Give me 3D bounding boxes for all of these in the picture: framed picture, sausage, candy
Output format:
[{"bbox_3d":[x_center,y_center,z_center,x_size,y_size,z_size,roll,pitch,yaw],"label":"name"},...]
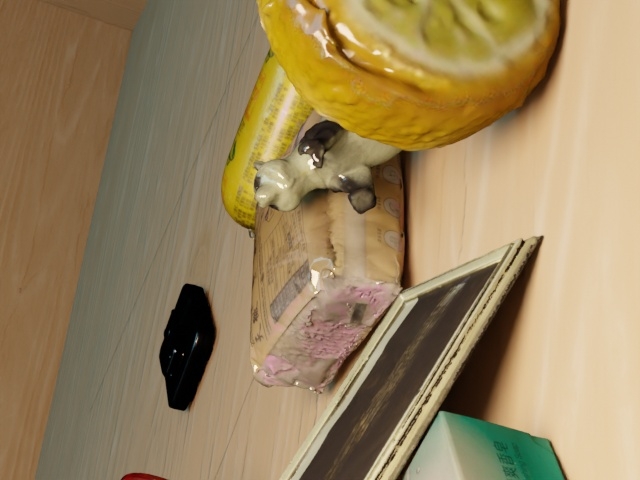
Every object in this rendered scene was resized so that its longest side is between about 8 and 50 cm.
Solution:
[{"bbox_3d":[0.049,0.127,0.992,0.293,0.018,0.231,-55,10,-26],"label":"framed picture"},{"bbox_3d":[-0.031,-0.150,1.507,0.123,0.123,0.347,-108,37,-61],"label":"sausage"},{"bbox_3d":[0.077,-0.202,1.017,0.118,0.260,0.259,132,150,-66],"label":"candy"}]

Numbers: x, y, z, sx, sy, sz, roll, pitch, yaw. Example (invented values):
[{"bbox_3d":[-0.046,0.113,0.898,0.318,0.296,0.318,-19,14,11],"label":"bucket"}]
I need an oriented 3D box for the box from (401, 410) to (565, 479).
[{"bbox_3d":[0.084,0.261,0.841,0.153,0.092,0.244,-104,35,-58],"label":"box"}]

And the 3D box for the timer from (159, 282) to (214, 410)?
[{"bbox_3d":[-0.214,0.162,1.900,0.187,0.055,0.144,-118,48,-65],"label":"timer"}]

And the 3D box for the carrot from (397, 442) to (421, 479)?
[{"bbox_3d":[0.052,0.186,1.053,0.225,0.067,0.067,-156,83,-72],"label":"carrot"}]

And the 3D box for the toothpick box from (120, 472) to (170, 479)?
[{"bbox_3d":[-0.202,0.423,1.204,0.333,0.204,0.204,-56,7,-31],"label":"toothpick box"}]

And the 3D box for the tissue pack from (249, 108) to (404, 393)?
[{"bbox_3d":[0.000,0.000,1.283,0.215,0.123,0.256,124,157,-46],"label":"tissue pack"}]

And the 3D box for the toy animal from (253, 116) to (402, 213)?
[{"bbox_3d":[0.031,-0.098,1.162,0.225,0.094,0.121,-44,23,-9],"label":"toy animal"}]
